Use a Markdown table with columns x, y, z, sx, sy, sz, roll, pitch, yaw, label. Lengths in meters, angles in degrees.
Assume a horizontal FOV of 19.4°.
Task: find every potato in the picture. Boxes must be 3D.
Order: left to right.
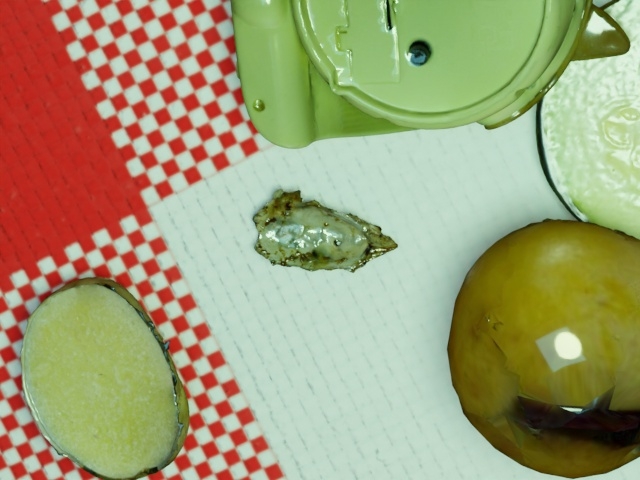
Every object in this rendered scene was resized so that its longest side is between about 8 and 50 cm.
| x | y | z | sx | sy | sz | roll | pitch | yaw | label |
| --- | --- | --- | --- | --- | --- | --- | --- | --- | --- |
| -0.197 | 0.130 | 1.806 | 0.164 | 0.081 | 0.200 | -24 | 92 | 19 | potato |

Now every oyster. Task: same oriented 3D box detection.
| x | y | z | sx | sy | sz | roll | pitch | yaw | label |
| --- | --- | --- | --- | --- | --- | --- | --- | --- | --- |
| 0.000 | 0.000 | 1.781 | 0.132 | 0.029 | 0.086 | 31 | 108 | -1 | oyster |

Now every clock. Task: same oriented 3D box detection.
| x | y | z | sx | sy | sz | roll | pitch | yaw | label |
| --- | --- | --- | --- | --- | --- | --- | --- | --- | --- |
| 0.094 | -0.227 | 1.653 | 0.348 | 0.117 | 0.286 | -1 | 108 | 17 | clock |

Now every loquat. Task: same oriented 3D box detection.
| x | y | z | sx | sy | sz | roll | pitch | yaw | label |
| --- | --- | --- | --- | --- | --- | --- | --- | --- | --- |
| 0.226 | 0.095 | 1.665 | 0.235 | 0.235 | 0.235 | 1 | 100 | 8 | loquat |

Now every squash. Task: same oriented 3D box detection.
| x | y | z | sx | sy | sz | roll | pitch | yaw | label |
| --- | --- | --- | --- | --- | --- | --- | --- | --- | --- |
| 0.322 | -0.107 | 1.713 | 0.252 | 0.049 | 0.252 | 2 | 102 | 8 | squash |
